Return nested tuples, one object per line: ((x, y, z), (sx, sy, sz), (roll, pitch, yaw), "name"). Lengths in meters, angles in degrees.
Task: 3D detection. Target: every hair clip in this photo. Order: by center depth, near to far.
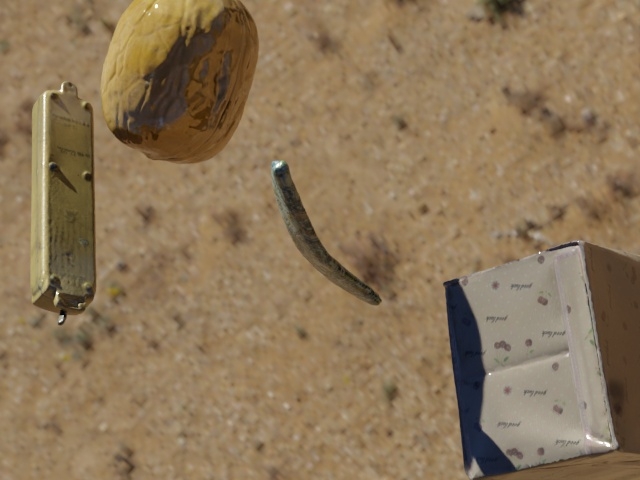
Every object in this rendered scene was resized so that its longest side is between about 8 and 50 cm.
((-0.002, 0.002, 1.518), (0.036, 0.229, 0.066), (-45, 46, -10), "hair clip")

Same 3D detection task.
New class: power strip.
((-0.275, -0.039, 1.672), (0.044, 0.064, 0.305), (-41, 44, 42), "power strip")

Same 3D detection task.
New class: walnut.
((-0.150, -0.180, 1.667), (0.165, 0.165, 0.197), (14, 96, 38), "walnut")

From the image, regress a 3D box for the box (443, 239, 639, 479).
((0.299, 0.142, 1.681), (0.190, 0.297, 0.225), (-20, 69, 37), "box")
